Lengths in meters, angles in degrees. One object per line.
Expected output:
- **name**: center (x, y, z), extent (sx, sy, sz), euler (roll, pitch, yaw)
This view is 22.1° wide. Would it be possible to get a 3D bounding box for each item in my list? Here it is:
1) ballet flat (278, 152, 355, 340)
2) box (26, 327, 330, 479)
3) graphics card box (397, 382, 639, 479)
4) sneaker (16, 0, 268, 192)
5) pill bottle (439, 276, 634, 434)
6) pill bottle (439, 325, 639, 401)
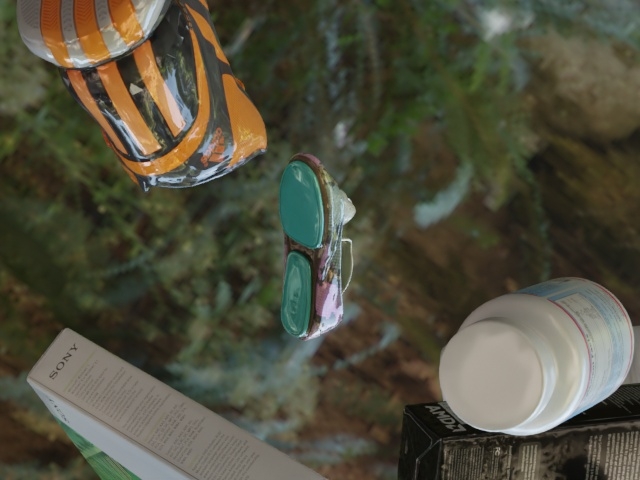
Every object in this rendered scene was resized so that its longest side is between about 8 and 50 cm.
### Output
- **ballet flat**: center (0.000, 0.000, 1.693), extent (0.079, 0.221, 0.077), euler (-23, -142, -36)
- **box**: center (-0.059, 0.207, 1.255), extent (0.322, 0.232, 0.058), euler (28, -112, 28)
- **graphics card box**: center (0.256, 0.270, 1.662), extent (0.094, 0.371, 0.233), euler (-141, -129, -60)
- **sneaker**: center (-0.114, -0.144, 1.058), extent (0.125, 0.180, 0.321), euler (-16, -142, 13)
- **pill bottle**: center (0.134, 0.073, 1.021), extent (0.087, 0.087, 0.160), euler (-44, 165, 23)
- **pill bottle**: center (0.288, 0.183, 2.016), extent (0.265, 0.153, 0.153), euler (-9, -142, 10)
